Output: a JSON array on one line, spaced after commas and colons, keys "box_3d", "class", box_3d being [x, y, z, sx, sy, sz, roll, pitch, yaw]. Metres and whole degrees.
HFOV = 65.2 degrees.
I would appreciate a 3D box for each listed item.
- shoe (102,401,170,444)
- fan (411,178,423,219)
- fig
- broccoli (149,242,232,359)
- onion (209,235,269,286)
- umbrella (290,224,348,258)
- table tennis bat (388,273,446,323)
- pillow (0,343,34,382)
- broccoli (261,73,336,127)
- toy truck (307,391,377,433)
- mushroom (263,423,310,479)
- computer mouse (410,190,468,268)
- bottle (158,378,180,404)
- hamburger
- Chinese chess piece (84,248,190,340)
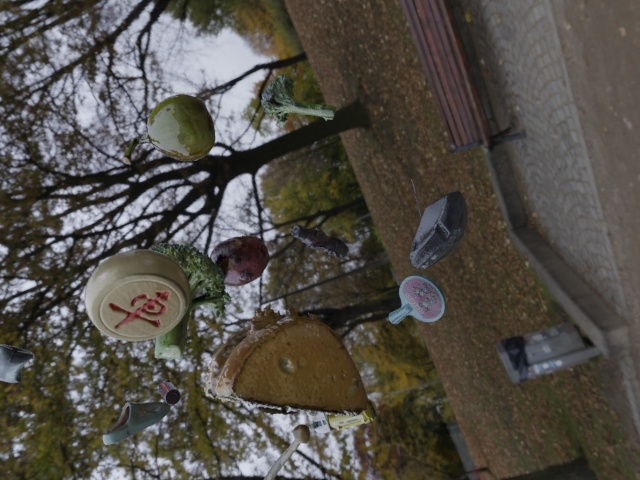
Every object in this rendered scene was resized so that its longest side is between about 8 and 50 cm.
[{"box_3d": [-0.500, 0.472, 1.352, 0.195, 0.079, 0.078, -25, -81, -48], "class": "shoe"}, {"box_3d": [0.406, -0.163, 2.076, 0.132, 0.009, 0.220, 43, -147, -62], "class": "fan"}, {"box_3d": [-0.327, -0.239, 1.123, 0.142, 0.186, 0.148, 29, -128, -68], "class": "fig"}, {"box_3d": [-0.519, 0.183, 1.756, 0.353, 0.275, 0.397, 39, -131, 1], "class": "broccoli"}, {"box_3d": [-0.326, 0.083, 2.021, 0.190, 0.246, 0.246, 64, -172, 30], "class": "onion"}, {"box_3d": [0.000, 0.000, 2.082, 0.326, 0.090, 0.094, 26, -114, -46], "class": "umbrella"}, {"box_3d": [0.285, 0.194, 1.526, 0.040, 0.244, 0.153, -28, -103, -40], "class": "table tennis bat"}, {"box_3d": [-0.820, 0.326, 1.317, 0.091, 0.136, 0.055, 39, -152, -3], "class": "pillow"}, {"box_3d": [-0.056, -0.364, 1.344, 0.118, 0.204, 0.122, 77, -148, -77], "class": "broccoli"}, {"box_3d": [0.068, 0.557, 1.628, 0.098, 0.227, 0.114, -2, -112, -58], "class": "toy truck"}, {"box_3d": [-0.103, 0.542, 1.095, 0.043, 0.306, 0.068, 26, 176, -9], "class": "mushroom"}, {"box_3d": [0.260, -0.015, 1.068, 0.106, 0.192, 0.062, 5, -153, -36], "class": "computer mouse"}, {"box_3d": [-0.563, 0.558, 1.855, 0.164, 0.060, 0.060, -1, 114, 62], "class": "bottle"}, {"box_3d": [-0.089, 0.324, 1.362, 0.445, 0.268, 0.287, 20, -112, -33], "class": "hamburger"}, {"box_3d": [-0.452, 0.140, 1.250, 0.251, 0.251, 0.097, 59, -179, -42], "class": "Chinese chess piece"}]
